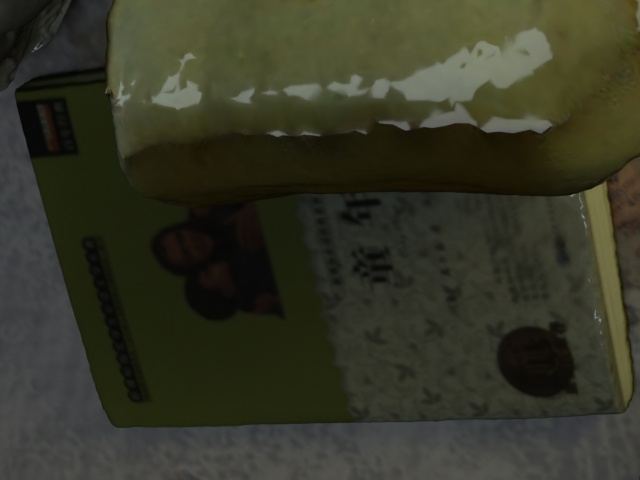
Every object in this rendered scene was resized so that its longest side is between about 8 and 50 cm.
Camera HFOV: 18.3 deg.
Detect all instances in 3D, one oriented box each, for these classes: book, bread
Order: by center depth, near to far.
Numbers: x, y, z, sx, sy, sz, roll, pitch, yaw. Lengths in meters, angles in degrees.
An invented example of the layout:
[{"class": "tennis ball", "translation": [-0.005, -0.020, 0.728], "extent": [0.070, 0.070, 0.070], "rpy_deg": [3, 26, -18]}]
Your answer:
[{"class": "bread", "translation": [0.074, -0.167, 0.977], "extent": [0.341, 0.210, 0.301], "rpy_deg": [-5, 85, 19]}, {"class": "book", "translation": [0.000, 0.000, 1.170], "extent": [0.352, 0.035, 0.239], "rpy_deg": [-5, 110, 24]}]

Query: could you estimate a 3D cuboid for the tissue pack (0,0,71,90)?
[{"class": "tissue pack", "translation": [-0.274, -0.253, 1.100], "extent": [0.338, 0.160, 0.242], "rpy_deg": [41, 125, 9]}]
